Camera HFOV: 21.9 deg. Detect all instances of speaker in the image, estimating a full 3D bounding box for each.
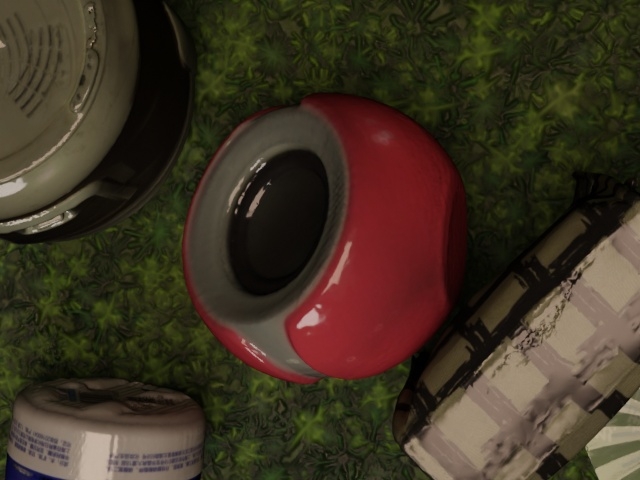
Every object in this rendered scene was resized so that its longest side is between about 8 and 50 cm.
[{"bbox_3d":[0.000,0.000,1.646,0.294,0.294,0.294,1,99,3],"label":"speaker"}]

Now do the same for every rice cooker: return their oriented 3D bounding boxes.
[{"bbox_3d":[-0.297,-0.154,1.613,0.335,0.325,0.335,-1,85,8],"label":"rice cooker"}]

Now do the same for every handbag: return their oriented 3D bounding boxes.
[{"bbox_3d":[0.223,0.083,1.619,0.162,0.327,0.325,42,99,-2],"label":"handbag"}]

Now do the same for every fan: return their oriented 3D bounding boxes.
[{"bbox_3d":[0.352,0.187,1.789,0.131,0.009,0.240,14,100,3],"label":"fan"}]

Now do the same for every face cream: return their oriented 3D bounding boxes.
[{"bbox_3d":[-0.223,0.211,1.727,0.206,0.206,0.111,8,95,2],"label":"face cream"}]
